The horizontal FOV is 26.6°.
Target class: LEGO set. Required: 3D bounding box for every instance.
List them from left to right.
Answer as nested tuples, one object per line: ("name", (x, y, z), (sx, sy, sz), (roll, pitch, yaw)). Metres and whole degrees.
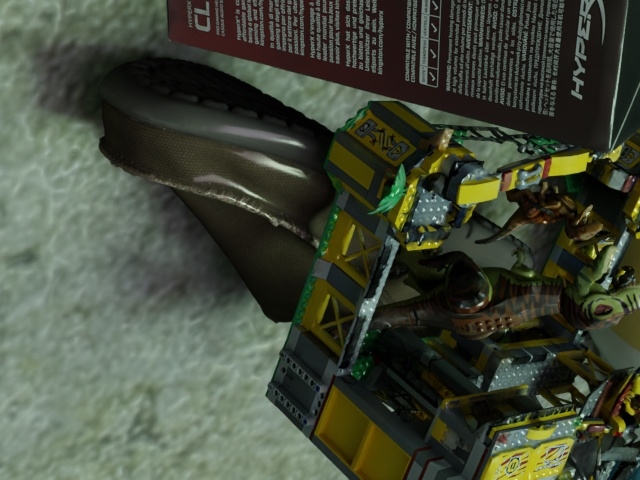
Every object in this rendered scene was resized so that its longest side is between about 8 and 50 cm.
("LEGO set", (0.140, 0.054, 0.807), (0.331, 0.192, 0.255), (7, 115, -47))

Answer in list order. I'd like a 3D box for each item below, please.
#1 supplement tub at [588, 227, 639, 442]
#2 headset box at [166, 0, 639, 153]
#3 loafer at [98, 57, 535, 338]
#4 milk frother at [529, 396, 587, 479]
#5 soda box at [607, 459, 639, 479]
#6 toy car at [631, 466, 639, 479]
("supplement tub", (0.331, -0.010, 1.017), (0.241, 0.241, 0.331), (-14, 126, -29))
("headset box", (0.070, -0.163, 0.735), (0.218, 0.293, 0.110), (-35, 134, -48))
("loafer", (0.000, 0.000, 0.871), (0.366, 0.134, 0.130), (25, 97, -40))
("milk frother", (0.137, 0.192, 1.098), (0.135, 0.129, 0.143), (-28, 82, -22))
("soda box", (0.312, 0.227, 1.241), (0.071, 0.067, 0.210), (28, 95, -40))
("toy car", (0.339, 0.337, 1.113), (0.210, 0.238, 0.219), (-41, 128, -11))
